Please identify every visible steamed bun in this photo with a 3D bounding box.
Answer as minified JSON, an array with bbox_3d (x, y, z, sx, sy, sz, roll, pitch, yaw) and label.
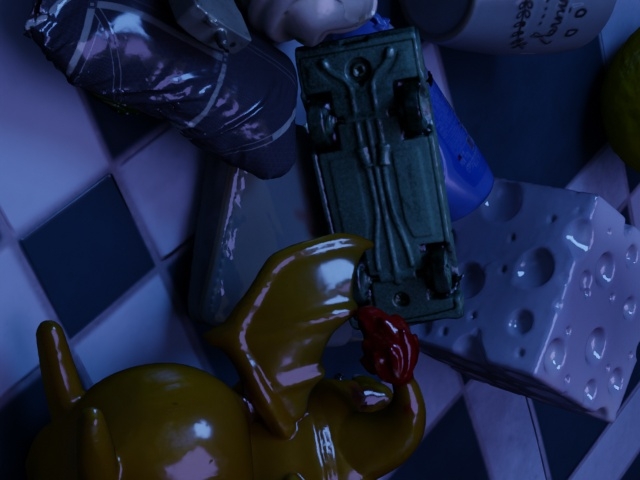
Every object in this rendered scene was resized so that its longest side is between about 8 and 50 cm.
[{"bbox_3d":[-0.028,-0.272,1.151,0.183,0.106,0.183,32,40,-32],"label":"steamed bun"}]

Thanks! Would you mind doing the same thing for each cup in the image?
[{"bbox_3d":[0.228,-0.347,1.360,0.234,0.186,0.258,-12,129,-39],"label":"cup"}]

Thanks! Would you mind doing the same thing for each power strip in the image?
[{"bbox_3d":[-0.120,-0.247,1.028,0.029,0.227,0.080,-37,146,22],"label":"power strip"}]

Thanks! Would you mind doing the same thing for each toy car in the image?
[{"bbox_3d":[0.073,-0.064,1.222,0.097,0.141,0.321,-55,135,-69],"label":"toy car"}]

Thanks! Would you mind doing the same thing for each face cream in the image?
[{"bbox_3d":[0.102,-0.148,1.317,0.264,0.083,0.149,55,30,-17],"label":"face cream"}]

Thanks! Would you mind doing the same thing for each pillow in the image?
[{"bbox_3d":[-0.136,-0.170,1.056,0.335,0.092,0.161,29,45,-44],"label":"pillow"}]

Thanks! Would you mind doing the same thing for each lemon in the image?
[{"bbox_3d":[0.569,-0.217,1.712,0.297,0.297,0.297,-15,111,-45],"label":"lemon"}]

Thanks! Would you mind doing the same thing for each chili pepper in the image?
[{"bbox_3d":[-0.197,-0.147,1.076,0.091,0.030,0.034,46,46,-45],"label":"chili pepper"}]

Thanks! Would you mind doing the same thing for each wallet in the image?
[{"bbox_3d":[0.000,0.000,1.296,0.360,0.083,0.252,7,89,-47],"label":"wallet"}]

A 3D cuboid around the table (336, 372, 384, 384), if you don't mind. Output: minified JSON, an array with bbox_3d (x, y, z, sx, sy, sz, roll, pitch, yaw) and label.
[{"bbox_3d":[0.044,0.216,1.400,0.070,0.083,0.082,49,58,-46],"label":"table"}]

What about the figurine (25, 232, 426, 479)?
[{"bbox_3d":[-0.083,0.197,1.108,0.387,0.268,0.401,-1,86,-27],"label":"figurine"}]

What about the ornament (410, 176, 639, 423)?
[{"bbox_3d":[0.276,0.072,1.494,0.240,0.239,0.240,31,77,-47],"label":"ornament"}]
